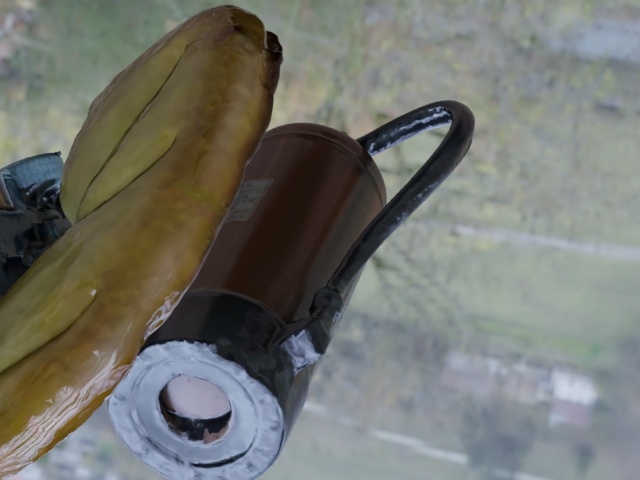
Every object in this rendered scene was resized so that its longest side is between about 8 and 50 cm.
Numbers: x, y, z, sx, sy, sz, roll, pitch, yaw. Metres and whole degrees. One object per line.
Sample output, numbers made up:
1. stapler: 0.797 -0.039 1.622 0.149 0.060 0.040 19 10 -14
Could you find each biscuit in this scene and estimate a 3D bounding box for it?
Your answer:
1. biscuit: -0.104 -0.002 0.953 0.154 0.299 0.045 -17 130 44

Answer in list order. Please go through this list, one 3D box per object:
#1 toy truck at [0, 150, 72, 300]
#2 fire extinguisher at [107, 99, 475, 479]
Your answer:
1. toy truck: -0.240 0.035 1.108 0.162 0.136 0.305 -24 174 15
2. fire extinguisher: 0.001 0.010 1.276 0.200 0.376 0.113 -4 119 17
